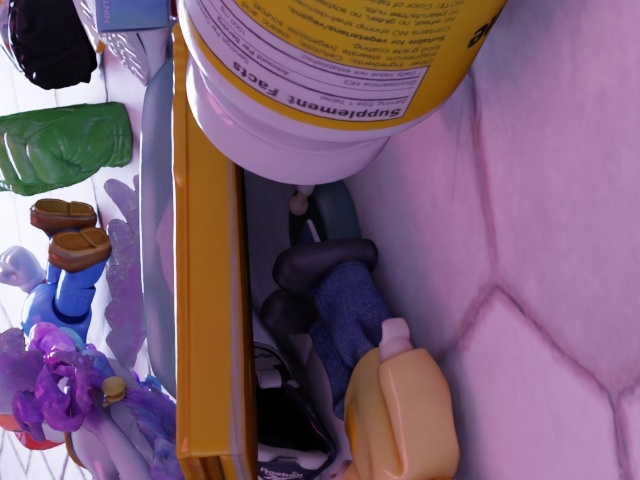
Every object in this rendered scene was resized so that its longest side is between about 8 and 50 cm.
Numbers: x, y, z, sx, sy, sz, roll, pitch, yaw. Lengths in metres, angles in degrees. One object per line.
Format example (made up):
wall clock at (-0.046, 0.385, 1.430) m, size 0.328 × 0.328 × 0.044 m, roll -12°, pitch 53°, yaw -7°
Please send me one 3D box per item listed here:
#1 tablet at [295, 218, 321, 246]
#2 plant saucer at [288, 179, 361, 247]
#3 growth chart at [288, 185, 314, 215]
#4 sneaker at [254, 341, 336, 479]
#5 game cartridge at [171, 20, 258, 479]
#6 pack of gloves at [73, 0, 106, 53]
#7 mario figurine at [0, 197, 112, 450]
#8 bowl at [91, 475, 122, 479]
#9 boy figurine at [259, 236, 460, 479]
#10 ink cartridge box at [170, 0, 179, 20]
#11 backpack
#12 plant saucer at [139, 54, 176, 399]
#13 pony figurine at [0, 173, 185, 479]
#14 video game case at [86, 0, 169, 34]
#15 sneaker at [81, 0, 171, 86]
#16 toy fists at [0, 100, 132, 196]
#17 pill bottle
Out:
tablet at (-0.010, 0.026, 1.322) m, size 0.083 × 0.006 × 0.054 m, roll 114°, pitch 141°, yaw -56°
plant saucer at (0.000, 0.000, 1.328) m, size 0.119 × 0.021 × 0.119 m, roll 170°, pitch 90°, yaw -70°
growth chart at (-0.028, -0.162, 1.304) m, size 0.172 × 0.021 × 0.237 m, roll -59°, pitch 44°, yaw 44°
sneaker at (-0.043, 0.207, 1.422) m, size 0.153 × 0.094 × 0.235 m, roll -171°, pitch 83°, yaw -77°
game cartridge at (-0.079, 0.030, 1.256) m, size 0.285 × 0.053 × 0.323 m, roll 90°, pitch 175°, yaw -71°
pack of gloves at (-0.227, -0.345, 1.769) m, size 0.232 × 0.046 × 0.195 m, roll 63°, pitch 142°, yaw 32°
mario figurine at (-0.345, 0.118, 2.051) m, size 0.198 × 0.170 × 0.320 m, roll -65°, pitch -12°, yaw -62°
bowl at (-0.229, 0.339, 2.018) m, size 0.142 × 0.053 × 0.142 m, roll -126°, pitch 34°, yaw -50°
boy figurine at (0.041, 0.140, 1.189) m, size 0.177 × 0.092 × 0.285 m, roll 111°, pitch 147°, yaw -48°
ink cartridge box at (-0.039, -0.218, 1.221) m, size 0.175 × 0.072 × 0.127 m, roll 18°, pitch 112°, yaw 55°
backpack at (-0.328, -0.268, 1.934) m, size 0.182 × 0.115 × 0.152 m, roll -123°, pitch 29°, yaw -52°
plant saucer at (-0.126, -0.009, 1.469) m, size 0.317 × 0.044 × 0.317 m, roll 178°, pitch 90°, yaw -88°
pony figurine at (-0.227, 0.159, 1.700) m, size 0.363 × 0.303 × 0.351 m, roll 48°, pitch 153°, yaw 31°
video game case at (-0.162, -0.315, 1.346) m, size 0.244 × 0.061 × 0.269 m, roll -121°, pitch 29°, yaw -72°
sneaker at (-0.171, -0.234, 1.600) m, size 0.090 × 0.095 × 0.235 m, roll 40°, pitch 163°, yaw 21°
toy fists at (-0.314, -0.103, 1.928) m, size 0.279 × 0.142 × 0.096 m, roll -168°, pitch 70°, yaw -68°
pill bottle at (0.022, -0.176, 0.965) m, size 0.334 × 0.188 × 0.188 m, roll 118°, pitch 138°, yaw -57°
